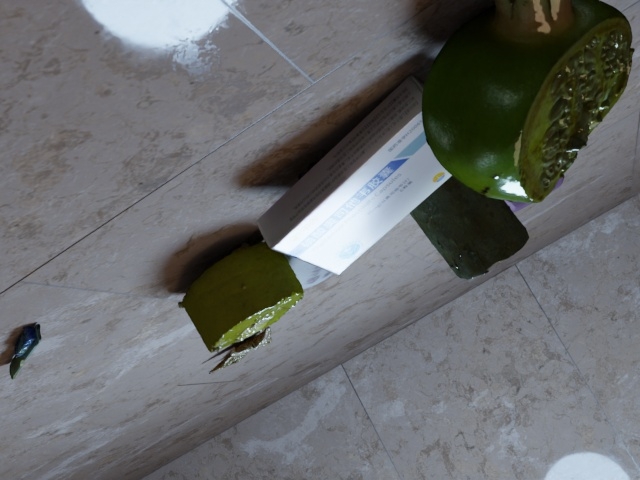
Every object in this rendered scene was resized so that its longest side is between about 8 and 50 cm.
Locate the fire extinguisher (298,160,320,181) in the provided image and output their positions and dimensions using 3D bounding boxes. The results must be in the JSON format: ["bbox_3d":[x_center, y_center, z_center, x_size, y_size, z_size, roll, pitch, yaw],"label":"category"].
[{"bbox_3d":[0.026,-0.124,1.380,0.173,0.035,0.049,-19,-160,-28],"label":"fire extinguisher"}]

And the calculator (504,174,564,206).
[{"bbox_3d":[0.551,-0.134,2.187,0.194,0.043,0.294,-32,162,15],"label":"calculator"}]

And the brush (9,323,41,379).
[{"bbox_3d":[-0.525,0.198,1.455,0.030,0.033,0.178,-6,153,-40],"label":"brush"}]

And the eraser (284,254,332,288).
[{"bbox_3d":[0.000,0.000,1.606,0.174,0.095,0.270,-24,165,-23],"label":"eraser"}]

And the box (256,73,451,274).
[{"bbox_3d":[0.082,-0.092,1.337,0.343,0.065,0.200,-42,146,17],"label":"box"}]

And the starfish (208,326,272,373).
[{"bbox_3d":[-0.201,0.296,2.282,0.227,0.043,0.240,-32,167,23],"label":"starfish"}]

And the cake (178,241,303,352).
[{"bbox_3d":[-0.158,0.112,1.573,0.179,0.156,0.260,-20,164,-32],"label":"cake"}]

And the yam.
[{"bbox_3d":[0.248,-0.067,1.535,0.161,0.268,0.161,-37,177,-2],"label":"yam"}]

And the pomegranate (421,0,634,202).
[{"bbox_3d":[0.257,-0.234,1.119,0.310,0.216,0.358,-41,136,-21],"label":"pomegranate"}]
